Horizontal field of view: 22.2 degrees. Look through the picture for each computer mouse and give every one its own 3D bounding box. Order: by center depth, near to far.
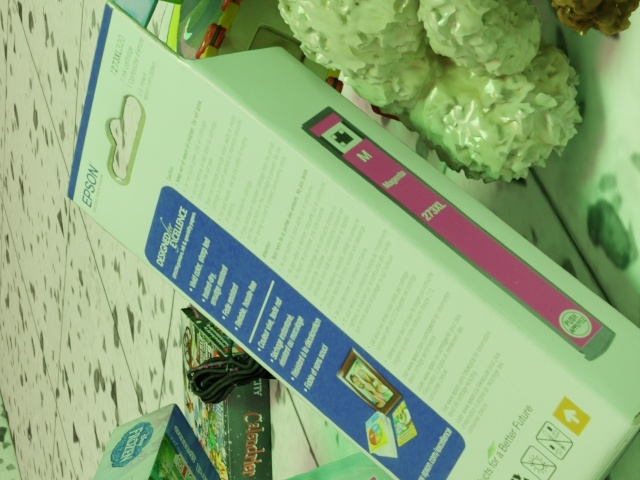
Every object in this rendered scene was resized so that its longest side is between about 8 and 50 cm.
[{"bbox_3d":[-0.084,0.010,1.472,0.184,0.060,0.262,-18,70,55],"label":"computer mouse"}]

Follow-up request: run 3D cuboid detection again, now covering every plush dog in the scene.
[{"bbox_3d":[0.070,-0.185,0.852,0.225,0.210,0.262,-35,60,42],"label":"plush dog"}]

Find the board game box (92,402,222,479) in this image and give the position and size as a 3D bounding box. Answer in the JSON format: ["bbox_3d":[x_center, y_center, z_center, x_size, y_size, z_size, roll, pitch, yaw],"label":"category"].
[{"bbox_3d":[-0.083,0.327,1.236,0.319,0.066,0.318,61,-167,-16],"label":"board game box"}]

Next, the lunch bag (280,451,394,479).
[{"bbox_3d":[0.021,0.303,1.166,0.262,0.160,0.223,90,162,-61],"label":"lunch bag"}]

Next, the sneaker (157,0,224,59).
[{"bbox_3d":[-0.059,-0.100,1.370,0.121,0.111,0.300,-10,82,47],"label":"sneaker"}]

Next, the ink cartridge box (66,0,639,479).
[{"bbox_3d":[0.014,0.020,0.928,0.371,0.069,0.176,38,140,14],"label":"ink cartridge box"}]

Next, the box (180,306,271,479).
[{"bbox_3d":[-0.094,0.197,1.625,0.159,0.044,0.233,-145,51,-65],"label":"box"}]

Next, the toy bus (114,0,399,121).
[{"bbox_3d":[-0.043,-0.106,1.138,0.191,0.202,0.104,48,124,35],"label":"toy bus"}]
